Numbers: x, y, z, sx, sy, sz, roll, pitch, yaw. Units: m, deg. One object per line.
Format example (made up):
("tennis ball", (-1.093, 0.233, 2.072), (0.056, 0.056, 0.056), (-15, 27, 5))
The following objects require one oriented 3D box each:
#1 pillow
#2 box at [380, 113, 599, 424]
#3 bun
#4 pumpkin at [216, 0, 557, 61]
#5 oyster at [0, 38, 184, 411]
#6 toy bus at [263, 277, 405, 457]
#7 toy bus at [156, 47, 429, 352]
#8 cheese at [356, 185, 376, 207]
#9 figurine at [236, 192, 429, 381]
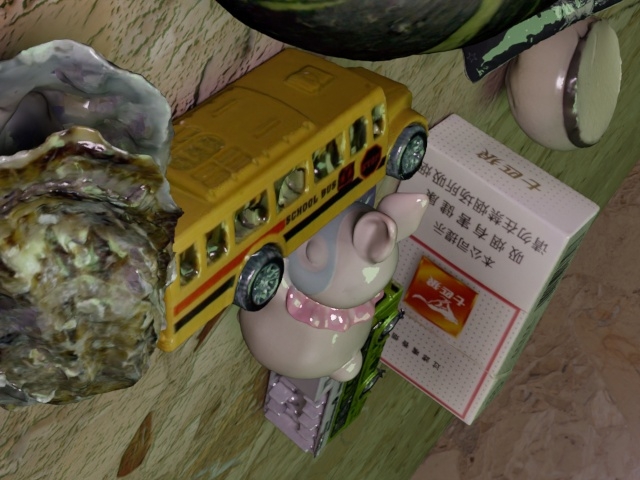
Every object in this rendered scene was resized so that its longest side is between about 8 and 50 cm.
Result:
("pillow", (0.199, -0.249, 1.206), (0.208, 0.141, 0.055), (-28, -163, -19))
("box", (0.171, 0.041, 1.574), (0.095, 0.210, 0.330), (-37, 156, -44))
("bun", (0.288, -0.196, 1.593), (0.173, 0.120, 0.173), (-22, 118, -52))
("pumpkin", (0.048, -0.245, 0.639), (0.323, 0.241, 0.323), (-29, 149, -20))
("oyster", (-0.169, 0.014, 0.790), (0.351, 0.162, 0.158), (110, -8, -64))
("toy bus", (0.003, 0.137, 1.499), (0.139, 0.113, 0.301), (-40, 159, -29))
("toy bus", (-0.046, -0.053, 0.998), (0.335, 0.121, 0.123), (-40, 144, -39))
("cheese", (0.000, 0.000, 1.337), (0.191, 0.042, 0.105), (-50, 164, -23))
("figurine", (0.001, 0.012, 1.156), (0.127, 0.155, 0.235), (-24, 153, -34))
